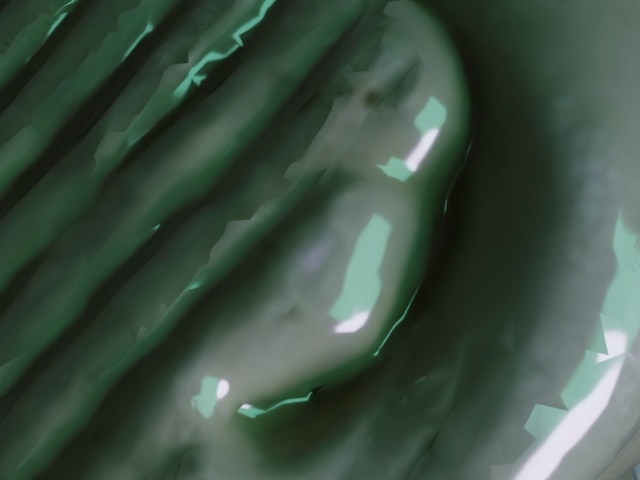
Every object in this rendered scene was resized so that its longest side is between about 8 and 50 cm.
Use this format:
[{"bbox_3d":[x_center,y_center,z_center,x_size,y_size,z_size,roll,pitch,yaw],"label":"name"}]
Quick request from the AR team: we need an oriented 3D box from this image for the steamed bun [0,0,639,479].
[{"bbox_3d":[-0.034,-0.059,0.532,0.342,0.367,0.255,-53,157,-10],"label":"steamed bun"}]
